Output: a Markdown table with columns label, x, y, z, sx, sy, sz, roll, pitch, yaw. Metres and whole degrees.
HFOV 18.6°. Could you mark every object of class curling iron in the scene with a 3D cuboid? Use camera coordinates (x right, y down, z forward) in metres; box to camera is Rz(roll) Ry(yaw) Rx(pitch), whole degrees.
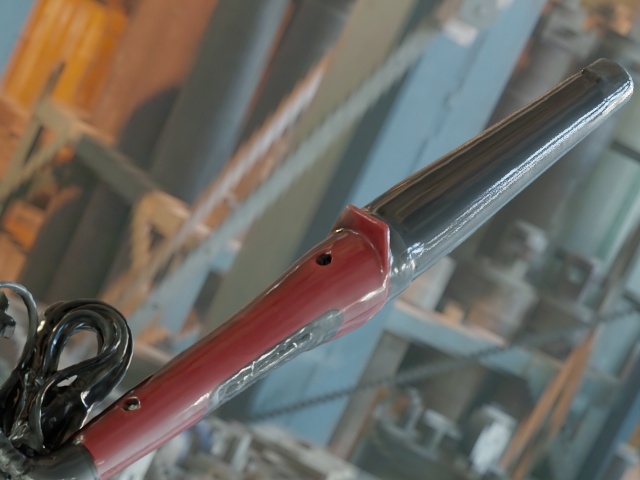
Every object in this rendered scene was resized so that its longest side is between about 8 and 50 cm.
| label | x | y | z | sx | sy | sz | roll | pitch | yaw |
| --- | --- | --- | --- | --- | --- | --- | --- | --- | --- |
| curling iron | 0.000 | 0.000 | 0.614 | 0.068 | 0.274 | 0.035 | 57 | -27 | 11 |
